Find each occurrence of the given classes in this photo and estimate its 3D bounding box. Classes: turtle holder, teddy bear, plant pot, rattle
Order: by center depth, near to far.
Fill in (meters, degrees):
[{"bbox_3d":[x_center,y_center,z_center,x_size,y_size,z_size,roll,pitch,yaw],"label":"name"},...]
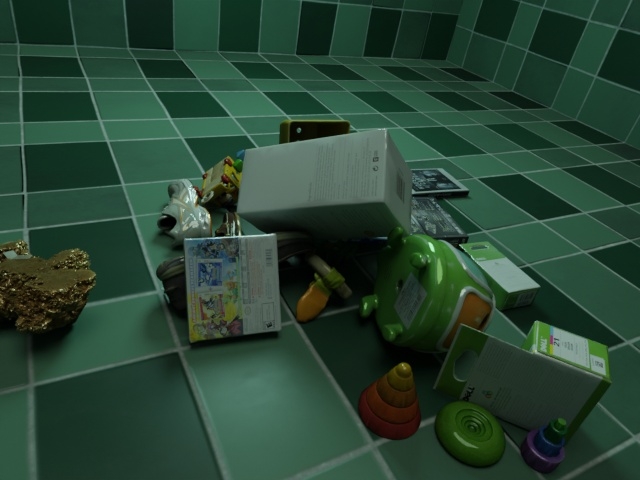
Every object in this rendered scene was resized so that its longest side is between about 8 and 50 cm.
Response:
[{"bbox_3d":[-0.591,0.092,0.959,0.338,0.113,0.245,8,26,11],"label":"teddy bear"},{"bbox_3d":[0.226,0.118,1.051,0.227,0.243,0.320,16,-9,-18],"label":"turtle holder"},{"bbox_3d":[-0.024,0.100,1.144,0.130,0.143,0.200,30,4,-39],"label":"rattle"},{"bbox_3d":[-0.043,-0.311,1.614,0.212,0.212,0.187,-6,25,-23],"label":"plant pot"}]

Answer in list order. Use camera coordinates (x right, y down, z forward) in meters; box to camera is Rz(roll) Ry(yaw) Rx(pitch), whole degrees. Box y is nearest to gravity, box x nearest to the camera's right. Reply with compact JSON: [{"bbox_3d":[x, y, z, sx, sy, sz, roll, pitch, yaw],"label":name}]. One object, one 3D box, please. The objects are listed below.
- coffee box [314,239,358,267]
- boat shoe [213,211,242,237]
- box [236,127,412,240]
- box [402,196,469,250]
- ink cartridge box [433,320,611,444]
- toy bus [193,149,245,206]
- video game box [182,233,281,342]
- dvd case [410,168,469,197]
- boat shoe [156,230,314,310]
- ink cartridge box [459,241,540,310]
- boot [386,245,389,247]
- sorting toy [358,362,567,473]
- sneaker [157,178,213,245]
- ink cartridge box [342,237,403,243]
[{"bbox_3d":[0.000,0.000,1.294,0.184,0.040,0.113,25,34,20],"label":"coffee box"},{"bbox_3d":[-0.233,-0.006,1.210,0.073,0.073,0.207,0,35,-19],"label":"boat shoe"},{"bbox_3d":[0.016,-0.111,1.106,0.345,0.215,0.168,-3,71,24],"label":"box"},{"bbox_3d":[0.306,-0.051,1.442,0.183,0.056,0.231,-3,35,-18],"label":"box"},{"bbox_3d":[0.368,0.242,0.901,0.255,0.189,0.097,21,36,15],"label":"ink cartridge box"},{"bbox_3d":[-0.277,-0.151,1.387,0.191,0.104,0.202,7,56,51],"label":"toy bus"},{"bbox_3d":[-0.179,0.093,0.977,0.187,0.205,0.048,-3,1,-22],"label":"video game box"},{"bbox_3d":[0.383,-0.205,1.718,0.239,0.029,0.179,-5,36,-23],"label":"dvd case"},{"bbox_3d":[-0.176,0.067,1.074,0.355,0.130,0.132,-15,2,-21],"label":"boat shoe"},{"bbox_3d":[0.459,0.088,1.270,0.109,0.062,0.209,-6,37,-24],"label":"ink cartridge box"},{"bbox_3d":[0.264,0.055,1.274,0.190,0.069,0.086,27,29,10],"label":"boot"},{"bbox_3d":[0.255,0.298,0.846,0.365,0.126,0.127,15,33,8],"label":"sorting toy"},{"bbox_3d":[-0.377,-0.079,1.263,0.121,0.099,0.262,-14,40,-26],"label":"sneaker"},{"bbox_3d":[0.092,-0.032,1.294,0.224,0.045,0.223,30,15,31],"label":"ink cartridge box"}]
